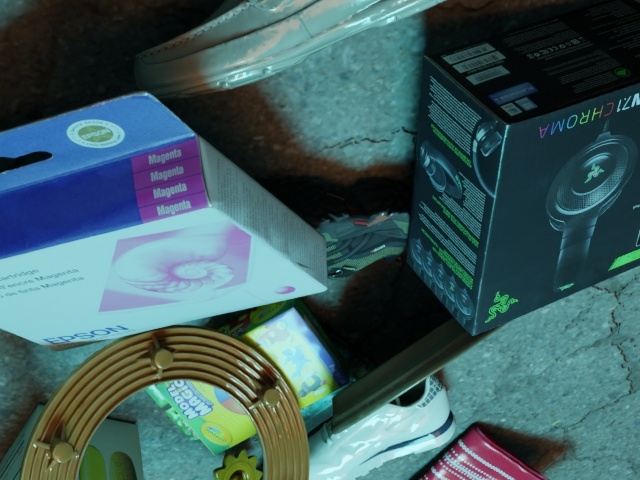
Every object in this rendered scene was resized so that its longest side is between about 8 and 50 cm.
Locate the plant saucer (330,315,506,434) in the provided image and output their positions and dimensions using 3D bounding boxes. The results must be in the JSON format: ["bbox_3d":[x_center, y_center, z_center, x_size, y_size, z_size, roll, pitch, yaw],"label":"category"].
[{"bbox_3d":[0.120,0.130,1.182,0.277,0.041,0.278,-33,174,-4],"label":"plant saucer"}]

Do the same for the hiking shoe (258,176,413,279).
[{"bbox_3d":[0.000,0.000,1.096,0.226,0.086,0.114,0,128,-18],"label":"hiking shoe"}]

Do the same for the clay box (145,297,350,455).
[{"bbox_3d":[-0.092,0.163,1.218,0.222,0.053,0.127,-31,115,10],"label":"clay box"}]

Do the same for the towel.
[{"bbox_3d":[0.212,0.412,1.498,0.199,0.031,0.275,38,108,-7],"label":"towel"}]

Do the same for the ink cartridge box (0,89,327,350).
[{"bbox_3d":[-0.203,0.006,0.927,0.324,0.072,0.330,-13,157,21],"label":"ink cartridge box"}]

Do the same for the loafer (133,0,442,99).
[{"bbox_3d":[-0.021,-0.213,0.898,0.319,0.112,0.112,-22,98,5],"label":"loafer"}]

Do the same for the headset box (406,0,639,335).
[{"bbox_3d":[0.226,-0.066,1.036,0.246,0.131,0.283,-19,136,-22],"label":"headset box"}]

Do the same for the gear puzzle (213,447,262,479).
[{"bbox_3d":[-0.057,0.389,1.404,0.044,0.176,0.339,6,149,39],"label":"gear puzzle"}]

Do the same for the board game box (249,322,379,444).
[{"bbox_3d":[-0.027,0.189,1.301,0.186,0.026,0.126,-37,130,17],"label":"board game box"}]

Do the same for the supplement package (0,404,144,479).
[{"bbox_3d":[-0.289,0.334,1.201,0.139,0.244,0.134,18,124,-31],"label":"supplement package"}]

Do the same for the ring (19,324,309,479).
[{"bbox_3d":[-0.152,0.259,1.108,0.336,0.032,0.337,-1,92,-31],"label":"ring"}]

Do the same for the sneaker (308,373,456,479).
[{"bbox_3d":[0.055,0.241,1.345,0.235,0.090,0.095,-24,122,0],"label":"sneaker"}]
